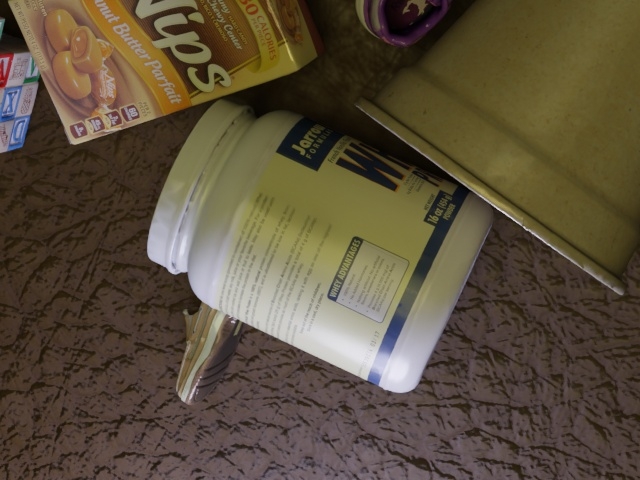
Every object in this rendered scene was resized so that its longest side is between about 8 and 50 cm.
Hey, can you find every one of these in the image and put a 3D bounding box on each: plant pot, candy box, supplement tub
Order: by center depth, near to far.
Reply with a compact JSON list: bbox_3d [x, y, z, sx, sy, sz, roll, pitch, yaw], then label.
[{"bbox_3d":[0.256,-0.165,1.358,0.334,0.334,0.305,35,96,3],"label":"plant pot"},{"bbox_3d":[0.000,0.000,1.472,0.325,0.235,0.235,25,106,6],"label":"supplement tub"},{"bbox_3d":[-0.173,-0.239,1.495,0.316,0.087,0.183,-14,107,29],"label":"candy box"}]

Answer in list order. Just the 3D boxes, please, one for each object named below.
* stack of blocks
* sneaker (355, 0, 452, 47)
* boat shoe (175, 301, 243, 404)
[{"bbox_3d":[-0.416,-0.178,1.496,0.087,0.297,0.171,21,105,10],"label":"stack of blocks"},{"bbox_3d":[0.124,-0.288,1.377,0.095,0.104,0.236,31,115,-13],"label":"sneaker"},{"bbox_3d":[-0.135,0.103,1.622,0.072,0.068,0.190,29,97,18],"label":"boat shoe"}]
